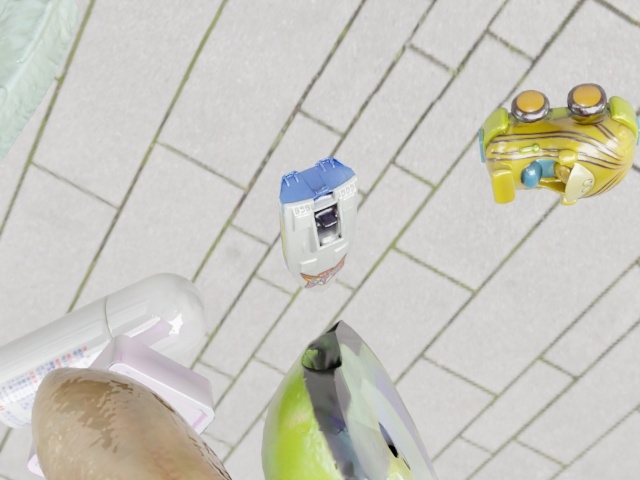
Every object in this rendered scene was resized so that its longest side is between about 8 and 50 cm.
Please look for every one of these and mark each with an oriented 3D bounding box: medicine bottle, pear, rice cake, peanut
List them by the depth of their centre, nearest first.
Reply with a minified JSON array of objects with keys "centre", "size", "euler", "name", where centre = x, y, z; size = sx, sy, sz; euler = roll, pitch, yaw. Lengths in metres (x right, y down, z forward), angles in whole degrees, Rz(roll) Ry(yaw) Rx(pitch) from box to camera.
[{"centre":[-0.094,0.112,0.440],"size":[0.152,0.076,0.076],"euler":[35,138,38],"name":"peanut"},{"centre":[-0.218,-0.076,0.488],"size":[0.124,0.211,0.038],"euler":[4,139,17],"name":"rice cake"},{"centre":[0.033,0.327,1.236],"size":[0.165,0.399,0.399],"euler":[-27,117,12],"name":"pear"},{"centre":[-0.325,0.156,1.301],"size":[0.341,0.130,0.130],"euler":[-25,118,12],"name":"medicine bottle"}]

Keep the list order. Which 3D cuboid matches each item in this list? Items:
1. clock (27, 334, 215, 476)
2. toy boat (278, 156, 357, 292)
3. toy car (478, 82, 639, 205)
[{"centre":[-0.241,0.226,1.078],"size":[0.150,0.063,0.197],"euler":[33,110,-25],"name":"clock"},{"centre":[0.000,0.000,1.438],"size":[0.129,0.088,0.295],"euler":[-23,147,-15],"name":"toy boat"},{"centre":[0.375,-0.131,1.383],"size":[0.248,0.142,0.200],"euler":[-6,151,16],"name":"toy car"}]
